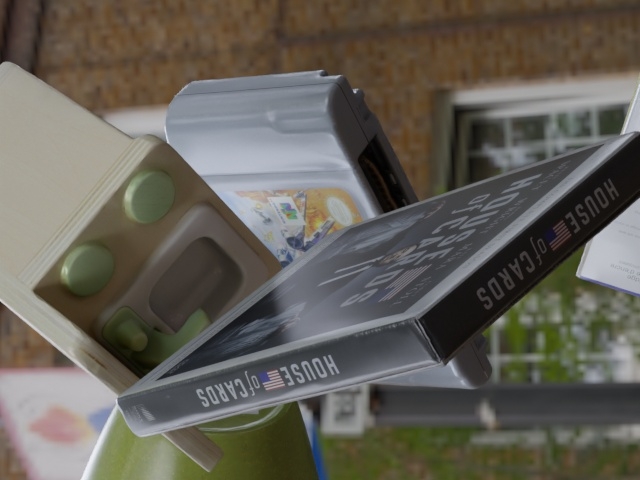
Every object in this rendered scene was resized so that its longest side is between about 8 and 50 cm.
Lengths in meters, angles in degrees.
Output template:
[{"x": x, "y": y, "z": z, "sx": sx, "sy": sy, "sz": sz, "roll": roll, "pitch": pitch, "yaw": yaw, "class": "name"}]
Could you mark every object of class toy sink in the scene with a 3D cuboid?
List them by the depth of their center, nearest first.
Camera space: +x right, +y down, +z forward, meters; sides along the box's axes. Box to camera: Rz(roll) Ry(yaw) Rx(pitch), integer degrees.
[{"x": -0.127, "y": 0.009, "z": 1.128, "sx": 0.131, "sy": 0.234, "sz": 0.153, "roll": -50, "pitch": -45, "yaw": -7, "class": "toy sink"}]

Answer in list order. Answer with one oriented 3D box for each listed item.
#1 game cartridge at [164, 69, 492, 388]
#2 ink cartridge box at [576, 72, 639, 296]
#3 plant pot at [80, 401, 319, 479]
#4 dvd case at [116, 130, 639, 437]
[{"x": 0.000, "y": 0.000, "z": 1.473, "sx": 0.062, "sy": 0.198, "sz": 0.297, "roll": -55, "pitch": -52, "yaw": -39, "class": "game cartridge"}, {"x": 0.412, "y": -0.032, "z": 1.692, "sx": 0.307, "sy": 0.304, "sz": 0.072, "roll": 98, "pitch": -168, "yaw": -56, "class": "ink cartridge box"}, {"x": -0.105, "y": 0.246, "z": 1.575, "sx": 0.275, "sy": 0.275, "sz": 0.293, "roll": -51, "pitch": -29, "yaw": -57, "class": "plant pot"}, {"x": 0.028, "y": 0.024, "z": 0.894, "sx": 0.179, "sy": 0.239, "sz": 0.029, "roll": -37, "pitch": -79, "yaw": -38, "class": "dvd case"}]
